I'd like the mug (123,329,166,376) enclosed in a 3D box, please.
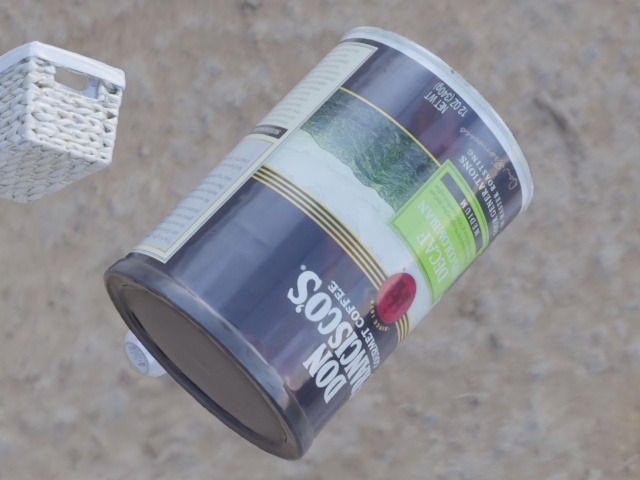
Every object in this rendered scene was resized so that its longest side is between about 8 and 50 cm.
[{"bbox_3d":[-0.138,0.093,1.575,0.062,0.078,0.064,33,49,29],"label":"mug"}]

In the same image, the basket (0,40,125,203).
[{"bbox_3d":[-0.282,-0.110,1.751,0.113,0.167,0.103,16,66,-38],"label":"basket"}]

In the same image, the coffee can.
[{"bbox_3d":[0.000,0.000,1.375,0.201,0.201,0.275,44,72,-2],"label":"coffee can"}]
